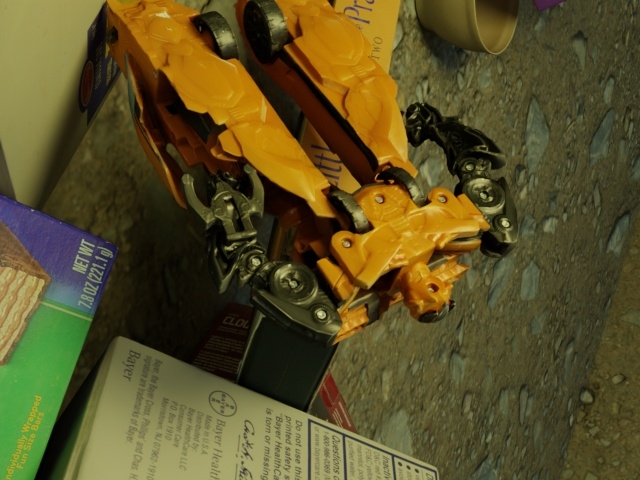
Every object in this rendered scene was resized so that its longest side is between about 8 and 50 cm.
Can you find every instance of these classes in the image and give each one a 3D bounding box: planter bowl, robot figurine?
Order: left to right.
[{"bbox_3d":[-0.010,-0.060,0.551,0.211,0.291,0.085,-24,156,-25],"label":"robot figurine"},{"bbox_3d":[0.202,-0.346,1.204,0.162,0.109,0.162,-19,114,-54],"label":"planter bowl"}]

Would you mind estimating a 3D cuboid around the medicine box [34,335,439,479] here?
[{"bbox_3d":[-0.092,0.252,0.641,0.289,0.263,0.149,27,33,-18],"label":"medicine box"}]

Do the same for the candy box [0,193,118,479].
[{"bbox_3d":[-0.308,0.064,0.467,0.317,0.122,0.268,28,75,-40],"label":"candy box"}]

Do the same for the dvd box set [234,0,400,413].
[{"bbox_3d":[-0.007,-0.037,0.773,0.308,0.062,0.420,110,-7,-57],"label":"dvd box set"}]

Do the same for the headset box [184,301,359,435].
[{"bbox_3d":[-0.080,0.227,0.912,0.293,0.110,0.218,-55,139,-33],"label":"headset box"}]

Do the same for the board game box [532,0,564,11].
[{"bbox_3d":[0.348,-0.581,1.042,0.356,0.356,0.356,33,44,-54],"label":"board game box"}]

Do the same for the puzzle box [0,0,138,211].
[{"bbox_3d":[-0.154,-0.182,0.526,0.272,0.052,0.409,-67,-173,-22],"label":"puzzle box"}]

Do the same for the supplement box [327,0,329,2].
[{"bbox_3d":[0.041,-0.347,0.958,0.220,0.111,0.114,-61,143,-26],"label":"supplement box"}]
